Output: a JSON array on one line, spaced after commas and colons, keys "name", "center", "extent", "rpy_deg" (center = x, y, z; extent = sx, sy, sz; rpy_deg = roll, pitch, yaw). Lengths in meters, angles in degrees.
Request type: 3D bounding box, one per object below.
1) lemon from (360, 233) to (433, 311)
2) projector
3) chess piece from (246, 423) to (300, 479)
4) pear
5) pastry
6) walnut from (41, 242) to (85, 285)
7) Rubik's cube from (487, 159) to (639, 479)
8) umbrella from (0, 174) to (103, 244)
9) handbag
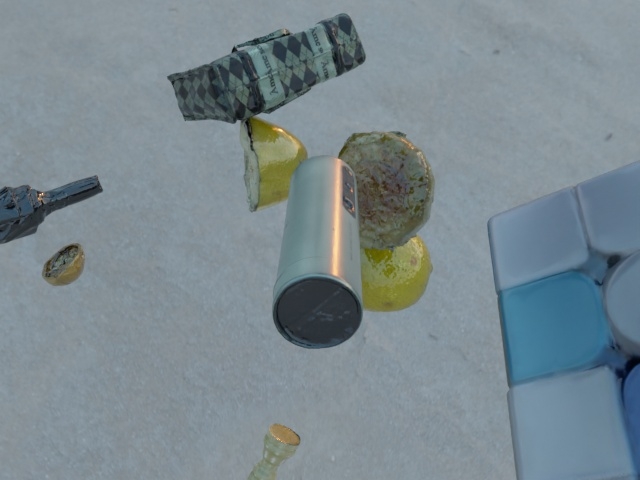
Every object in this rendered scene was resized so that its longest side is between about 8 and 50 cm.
[{"name": "lemon", "center": [0.158, 0.065, 1.661], "extent": [0.253, 0.228, 0.229], "rpy_deg": [-3, 51, 0]}, {"name": "projector", "center": [0.000, 0.000, 0.895], "extent": [0.108, 0.108, 0.338], "rpy_deg": [2, 31, 0]}, {"name": "chess piece", "center": [-0.091, 0.414, 1.264], "extent": [0.066, 0.122, 0.066], "rpy_deg": [24, 11, -5]}, {"name": "pear", "center": [-0.120, -0.213, 1.808], "extent": [0.178, 0.267, 0.267], "rpy_deg": [-8, 51, -17]}, {"name": "pastry", "center": [0.135, -0.108, 1.444], "extent": [0.235, 0.257, 0.120], "rpy_deg": [21, 12, 27]}, {"name": "walnut", "center": [-0.507, 0.056, 1.355], "extent": [0.091, 0.052, 0.121], "rpy_deg": [-29, 31, 6]}, {"name": "Rubik's cube", "center": [0.422, 0.129, 0.737], "extent": [0.346, 0.344, 0.347], "rpy_deg": [-25, 48, 32]}, {"name": "umbrella", "center": [-0.495, -0.029, 1.026], "extent": [0.340, 0.118, 0.118], "rpy_deg": [-26, 56, -33]}, {"name": "handbag", "center": [-0.140, -0.422, 1.694], "extent": [0.416, 0.180, 0.316], "rpy_deg": [-30, 20, -27]}]
